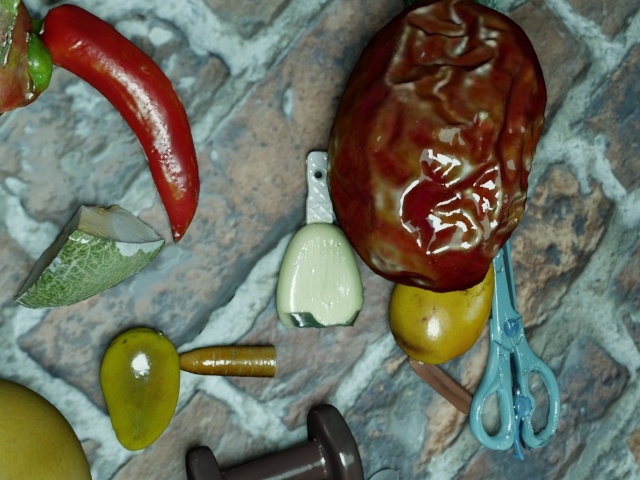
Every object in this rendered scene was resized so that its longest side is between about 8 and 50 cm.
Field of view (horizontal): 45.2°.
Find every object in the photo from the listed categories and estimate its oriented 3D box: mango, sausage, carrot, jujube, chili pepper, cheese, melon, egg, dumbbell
[{"bbox_3d":[0.184,0.076,1.129,0.145,0.112,0.219,26,80,-10],"label":"mango"},{"bbox_3d":[-0.235,0.193,1.004,0.103,0.076,0.161,0,95,-24],"label":"mango"},{"bbox_3d":[0.190,0.220,1.179,0.147,0.035,0.030,42,111,-15],"label":"sausage"},{"bbox_3d":[-0.129,0.166,1.055,0.139,0.048,0.048,3,91,-19],"label":"carrot"},{"bbox_3d":[0.152,-0.126,1.024,0.277,0.276,0.376,23,72,-19],"label":"jujube"},{"bbox_3d":[-0.255,-0.173,0.979,0.137,0.092,0.368,-39,101,1],"label":"chili pepper"},{"bbox_3d":[0.000,0.000,1.092,0.127,0.054,0.251,0,91,-19],"label":"cheese"},{"bbox_3d":[-0.299,0.012,0.959,0.203,0.139,0.093,-30,79,-14],"label":"melon"},{"bbox_3d":[-0.380,0.309,0.862,0.250,0.250,0.322,-19,102,-18],"label":"egg"},{"bbox_3d":[-0.062,0.316,1.036,0.226,0.140,0.124,-15,136,-20],"label":"dumbbell"}]

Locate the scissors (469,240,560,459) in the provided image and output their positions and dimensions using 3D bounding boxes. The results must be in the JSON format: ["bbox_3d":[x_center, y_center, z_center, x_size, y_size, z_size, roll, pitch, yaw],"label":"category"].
[{"bbox_3d":[0.298,0.149,1.203,0.180,0.032,0.392,-6,91,-31],"label":"scissors"}]

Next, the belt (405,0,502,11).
[{"bbox_3d":[0.201,-0.369,1.136,0.151,0.079,0.121,31,81,-19],"label":"belt"}]

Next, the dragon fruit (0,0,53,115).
[{"bbox_3d":[-0.447,-0.233,0.861,0.268,0.130,0.295,32,93,-8],"label":"dragon fruit"}]

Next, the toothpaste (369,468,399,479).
[{"bbox_3d":[0.140,0.452,1.162,0.089,0.057,0.234,-31,108,-14],"label":"toothpaste"}]
